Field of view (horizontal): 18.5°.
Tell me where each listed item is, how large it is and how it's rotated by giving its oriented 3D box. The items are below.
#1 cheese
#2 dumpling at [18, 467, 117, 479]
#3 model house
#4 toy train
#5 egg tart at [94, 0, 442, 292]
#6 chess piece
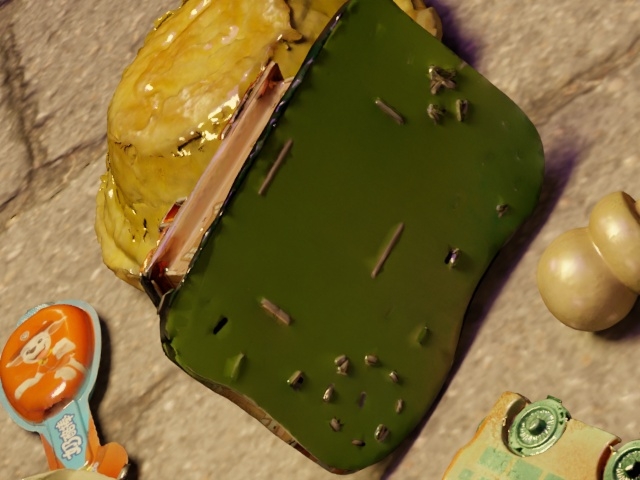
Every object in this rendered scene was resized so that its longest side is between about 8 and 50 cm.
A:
[{"bbox_3d":[-0.205,0.127,1.550,0.106,0.037,0.256,-38,37,9],"label":"cheese"},{"bbox_3d":[-0.194,0.201,1.389,0.169,0.134,0.100,-1,53,38],"label":"dumpling"},{"bbox_3d":[-0.001,0.000,1.383,0.154,0.207,0.294,-4,52,61],"label":"model house"},{"bbox_3d":[0.157,0.158,1.173,0.188,0.072,0.099,19,74,49],"label":"toy train"},{"bbox_3d":[-0.064,-0.108,1.575,0.341,0.132,0.341,-25,42,24],"label":"egg tart"},{"bbox_3d":[0.216,-0.006,1.273,0.170,0.094,0.094,-39,37,18],"label":"chess piece"}]
